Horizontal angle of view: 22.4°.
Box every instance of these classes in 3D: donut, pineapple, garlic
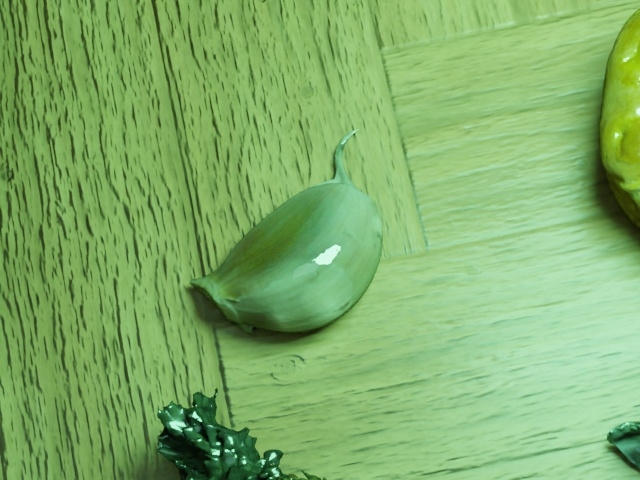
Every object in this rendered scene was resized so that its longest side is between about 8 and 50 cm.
[{"bbox_3d":[0.445,-0.133,1.753,0.317,0.150,0.299,-37,73,-10],"label":"donut"},{"bbox_3d":[-0.038,0.293,1.618,0.202,0.202,0.362,-34,62,-9],"label":"pineapple"},{"bbox_3d":[0.005,-0.001,1.769,0.148,0.128,0.266,45,68,4],"label":"garlic"}]

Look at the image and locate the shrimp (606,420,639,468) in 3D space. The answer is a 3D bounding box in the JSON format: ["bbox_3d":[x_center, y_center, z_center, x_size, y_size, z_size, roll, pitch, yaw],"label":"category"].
[{"bbox_3d":[0.323,0.367,1.580,0.166,0.221,0.410,34,54,-14],"label":"shrimp"}]
